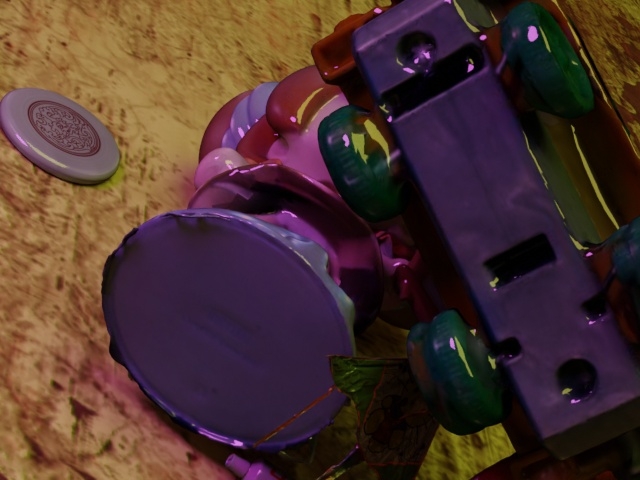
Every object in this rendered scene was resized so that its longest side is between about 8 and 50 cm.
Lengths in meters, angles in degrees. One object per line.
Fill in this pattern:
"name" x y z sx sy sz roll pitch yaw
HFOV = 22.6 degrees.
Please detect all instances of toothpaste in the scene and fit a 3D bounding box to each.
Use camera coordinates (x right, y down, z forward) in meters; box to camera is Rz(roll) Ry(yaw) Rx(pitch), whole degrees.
"toothpaste" 0.004 0.199 1.129 0.170 0.028 0.045 36 25 -15

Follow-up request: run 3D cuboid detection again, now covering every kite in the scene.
"kite" 0.011 0.151 1.057 0.244 0.198 0.006 -36 45 -24

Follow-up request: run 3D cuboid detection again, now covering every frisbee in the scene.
"frisbee" -0.213 -0.088 1.312 0.110 0.014 0.110 29 29 -18

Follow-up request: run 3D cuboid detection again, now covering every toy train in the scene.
"toy train" 0.147 -0.018 1.091 0.429 0.178 0.249 65 22 8

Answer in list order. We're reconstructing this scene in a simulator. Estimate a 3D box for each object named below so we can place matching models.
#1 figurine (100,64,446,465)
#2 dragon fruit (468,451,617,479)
"figurine" 0.001 0.000 1.228 0.277 0.248 0.388 35 37 1
"dragon fruit" 0.206 0.243 1.162 0.205 0.152 0.317 53 25 18
